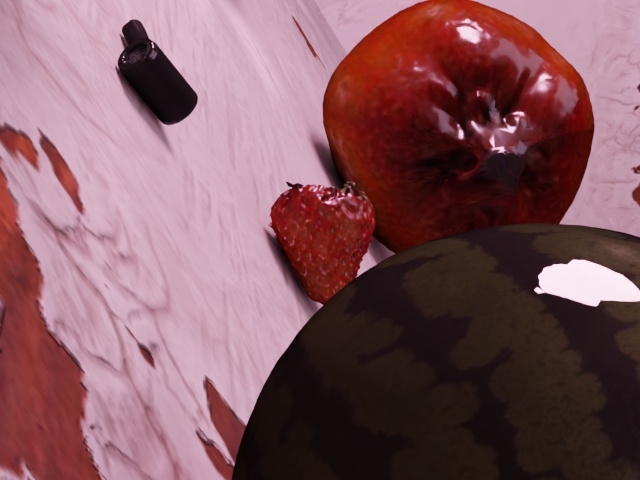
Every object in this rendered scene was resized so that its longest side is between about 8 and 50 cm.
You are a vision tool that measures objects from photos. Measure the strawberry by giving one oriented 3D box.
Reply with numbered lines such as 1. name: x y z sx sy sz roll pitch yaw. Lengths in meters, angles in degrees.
1. strawberry: 0.000 0.000 0.905 0.073 0.073 0.083 12 85 -80

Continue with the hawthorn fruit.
1. hawthorn fruit: 0.137 -0.120 1.456 0.295 0.295 0.311 54 9 -38

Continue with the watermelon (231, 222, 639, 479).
1. watermelon: 0.070 0.095 0.442 0.212 0.212 0.212 58 8 -13

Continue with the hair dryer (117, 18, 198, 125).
1. hair dryer: -0.098 -0.104 0.781 0.047 0.026 0.083 54 6 -41
